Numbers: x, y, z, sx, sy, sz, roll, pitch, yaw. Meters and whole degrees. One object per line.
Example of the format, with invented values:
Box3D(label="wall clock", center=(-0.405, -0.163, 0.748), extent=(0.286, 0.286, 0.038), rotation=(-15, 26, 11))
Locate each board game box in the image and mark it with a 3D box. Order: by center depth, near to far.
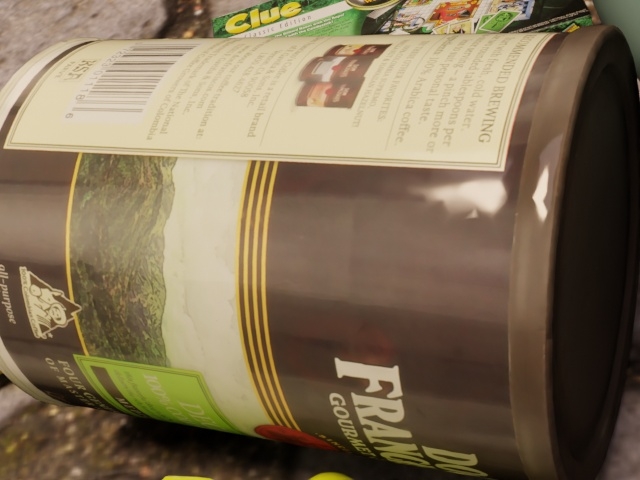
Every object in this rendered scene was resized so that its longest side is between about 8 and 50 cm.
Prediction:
Box3D(label="board game box", center=(0.049, -0.151, 0.737), extent=(0.260, 0.030, 0.136), rotation=(-15, 48, 8))

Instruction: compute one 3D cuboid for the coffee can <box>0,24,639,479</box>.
Box3D(label="coffee can", center=(0.000, 0.000, 0.500), extent=(0.275, 0.201, 0.201), rotation=(5, 52, 26))

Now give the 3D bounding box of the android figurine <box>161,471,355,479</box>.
Box3D(label="android figurine", center=(-0.040, 0.208, 0.430), extent=(0.273, 0.056, 0.248), rotation=(22, 62, 31))

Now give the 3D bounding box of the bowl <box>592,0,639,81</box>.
Box3D(label="bowl", center=(0.280, -0.081, 0.423), extent=(0.312, 0.311, 0.163), rotation=(-10, 65, 14))

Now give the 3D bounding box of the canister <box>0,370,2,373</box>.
Box3D(label="canister", center=(-0.228, 0.037, 0.648), extent=(0.170, 0.073, 0.126), rotation=(-29, 48, -3))
